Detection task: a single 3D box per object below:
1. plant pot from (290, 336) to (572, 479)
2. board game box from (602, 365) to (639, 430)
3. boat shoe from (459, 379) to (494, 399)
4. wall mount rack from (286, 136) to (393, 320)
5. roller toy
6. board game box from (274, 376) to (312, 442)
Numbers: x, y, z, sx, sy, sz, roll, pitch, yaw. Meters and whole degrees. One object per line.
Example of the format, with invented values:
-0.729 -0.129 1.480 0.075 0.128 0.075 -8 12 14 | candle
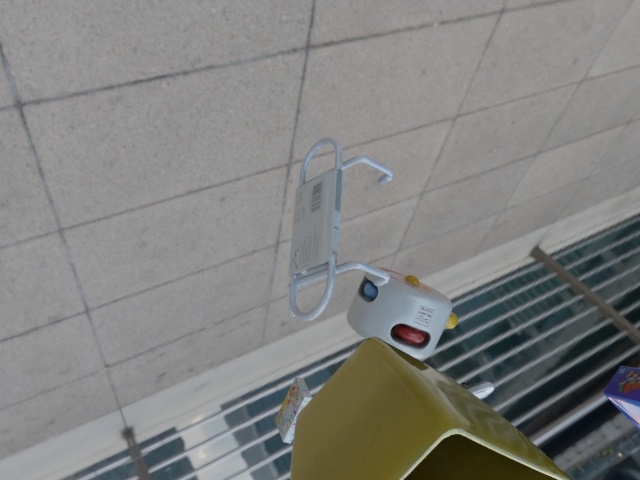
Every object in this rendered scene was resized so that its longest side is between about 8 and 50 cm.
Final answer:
0.088 0.232 0.606 0.212 0.187 0.212 32 104 -32 | plant pot
0.741 0.356 1.040 0.078 0.233 0.347 -48 -173 -14 | board game box
0.299 0.321 1.184 0.049 0.040 0.142 22 133 -35 | boat shoe
0.000 0.000 1.045 0.130 0.350 0.304 22 151 -34 | wall mount rack
0.165 0.141 1.154 0.191 0.209 0.146 9 105 -64 | roller toy
-0.079 0.487 1.624 0.026 0.103 0.154 20 102 -24 | board game box
